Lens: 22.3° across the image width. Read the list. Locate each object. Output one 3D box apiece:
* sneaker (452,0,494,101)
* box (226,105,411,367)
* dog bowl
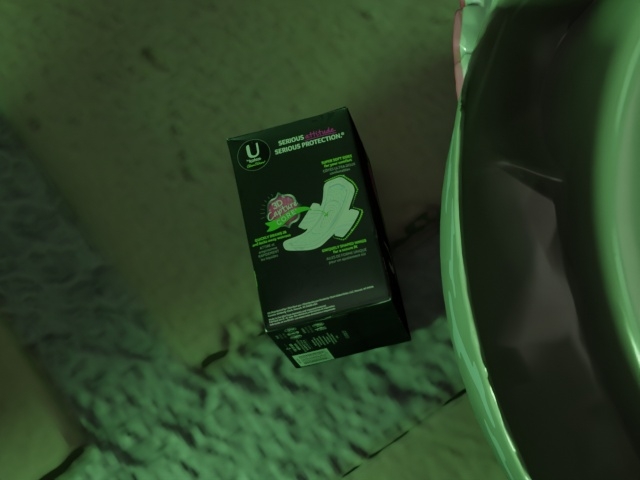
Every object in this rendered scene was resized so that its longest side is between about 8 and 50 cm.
[{"bbox_3d":[0.121,-0.099,0.642,0.111,0.103,0.252,10,73,14],"label":"sneaker"},{"bbox_3d":[0.000,0.000,0.649,0.052,0.062,0.083,-14,70,6],"label":"box"},{"bbox_3d":[0.199,-0.001,0.542,0.348,0.102,0.349,2,80,-11],"label":"dog bowl"}]
